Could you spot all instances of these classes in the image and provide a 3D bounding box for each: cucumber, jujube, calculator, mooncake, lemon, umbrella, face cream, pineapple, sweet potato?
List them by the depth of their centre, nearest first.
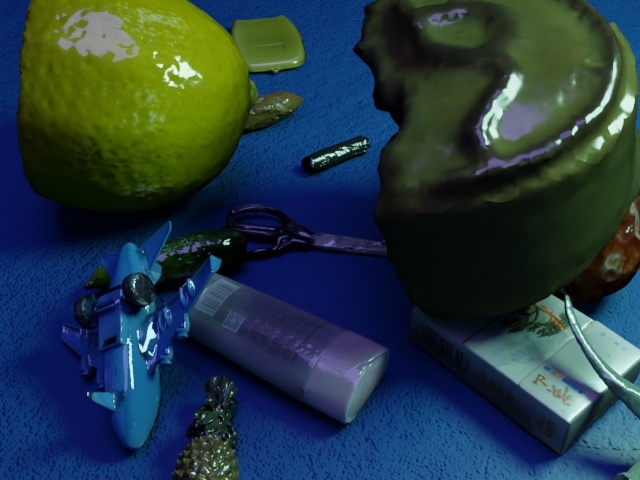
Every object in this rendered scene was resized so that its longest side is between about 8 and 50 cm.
[{"bbox_3d":[-0.117,0.215,0.812,0.074,0.074,0.159,-1,36,0],"label":"pineapple"},{"bbox_3d":[0.175,-0.135,0.905,0.393,0.246,0.394,-43,50,-13],"label":"mooncake"},{"bbox_3d":[-0.055,0.121,0.913,0.269,0.073,0.107,22,57,25],"label":"face cream"},{"bbox_3d":[0.352,-0.034,1.005,0.183,0.183,0.243,17,60,20],"label":"jujube"},{"bbox_3d":[-0.210,0.031,1.029,0.228,0.069,0.069,-14,42,-11],"label":"cucumber"},{"bbox_3d":[-0.264,-0.207,1.109,0.364,0.364,0.364,-1,40,1],"label":"lemon"},{"bbox_3d":[0.029,-0.144,1.258,0.133,0.031,0.036,-25,72,-26],"label":"umbrella"},{"bbox_3d":[-0.119,-0.224,1.334,0.206,0.060,0.068,-26,12,-13],"label":"sweet potato"},{"bbox_3d":[-0.113,-0.415,1.576,0.157,0.033,0.236,-8,43,-10],"label":"calculator"}]

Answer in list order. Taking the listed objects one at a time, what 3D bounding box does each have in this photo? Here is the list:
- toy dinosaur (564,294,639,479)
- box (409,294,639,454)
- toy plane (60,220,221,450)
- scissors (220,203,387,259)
[{"bbox_3d":[0.371,0.215,0.756,0.206,0.092,0.393,-10,44,-33],"label":"toy dinosaur"},{"bbox_3d":[0.242,0.128,0.904,0.149,0.067,0.233,-32,49,-28],"label":"box"},{"bbox_3d":[-0.225,0.109,0.886,0.254,0.105,0.271,-24,48,24],"label":"toy plane"},{"bbox_3d":[0.000,0.000,1.095,0.300,0.022,0.109,8,45,10],"label":"scissors"}]
